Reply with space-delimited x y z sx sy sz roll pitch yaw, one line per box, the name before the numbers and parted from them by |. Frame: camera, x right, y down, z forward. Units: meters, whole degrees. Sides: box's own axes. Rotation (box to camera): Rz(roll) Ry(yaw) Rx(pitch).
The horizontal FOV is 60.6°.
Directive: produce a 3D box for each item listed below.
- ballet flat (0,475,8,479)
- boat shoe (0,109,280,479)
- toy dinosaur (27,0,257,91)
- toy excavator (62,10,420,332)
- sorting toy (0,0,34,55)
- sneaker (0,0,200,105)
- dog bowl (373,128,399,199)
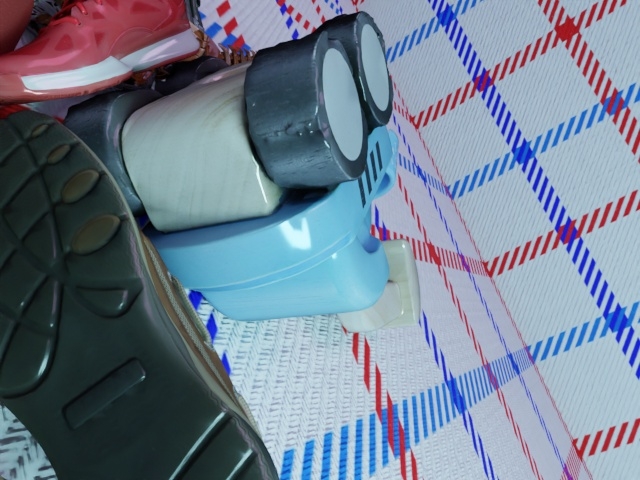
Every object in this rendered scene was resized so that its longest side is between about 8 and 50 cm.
ballet flat | -0.205 0.104 0.207 0.221 0.077 0.079 29 19 -52
boat shoe | -0.134 0.068 0.352 0.324 0.123 0.120 57 -7 15
toy dinosaur | -0.190 -0.254 0.606 0.322 0.164 0.218 19 69 -77
toy excavator | 0.000 0.000 0.614 0.433 0.222 0.445 -60 138 -58
sorting toy | -0.256 -0.149 0.251 0.126 0.127 0.365 27 5 -15
sneaker | -0.193 -0.192 0.440 0.221 0.087 0.128 -54 138 -54
dog bowl | 0.016 -0.137 0.845 0.297 0.166 0.074 27 51 -54
